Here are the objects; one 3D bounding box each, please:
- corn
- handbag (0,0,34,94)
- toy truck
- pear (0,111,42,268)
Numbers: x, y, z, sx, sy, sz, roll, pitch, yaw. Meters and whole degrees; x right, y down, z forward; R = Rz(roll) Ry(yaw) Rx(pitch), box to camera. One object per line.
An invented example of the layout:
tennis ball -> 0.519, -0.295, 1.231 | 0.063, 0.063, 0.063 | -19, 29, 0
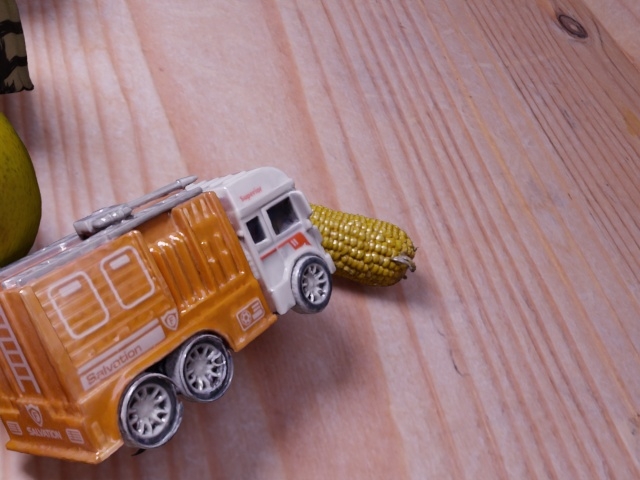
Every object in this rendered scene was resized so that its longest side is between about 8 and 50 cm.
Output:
corn -> 0.000, 0.000, 1.002 | 0.293, 0.106, 0.106 | 13, 47, -17
handbag -> -0.483, -0.262, 0.722 | 0.325, 0.327, 0.163 | -18, 69, -24
toy truck -> -0.160, 0.048, 0.742 | 0.387, 0.173, 0.207 | -36, 111, -47
pear -> -0.421, -0.050, 0.655 | 0.294, 0.294, 0.294 | 17, 46, -18
